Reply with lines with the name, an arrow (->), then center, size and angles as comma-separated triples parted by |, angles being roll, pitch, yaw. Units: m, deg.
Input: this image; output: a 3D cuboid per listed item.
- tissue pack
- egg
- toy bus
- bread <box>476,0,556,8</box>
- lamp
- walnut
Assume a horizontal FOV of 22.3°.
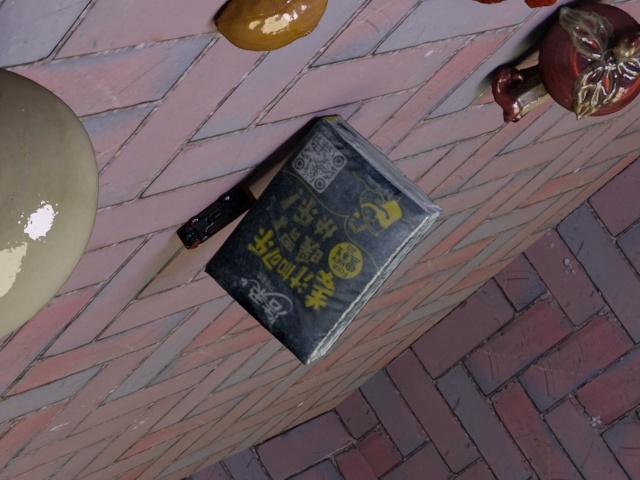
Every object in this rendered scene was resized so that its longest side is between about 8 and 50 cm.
tissue pack -> 0.000, 0.000, 2.005 | 0.257, 0.185, 0.081 | -51, 167, 20
egg -> -0.296, -0.019, 1.240 | 0.269, 0.219, 0.219 | -34, 168, 15
toy bus -> -0.129, -0.029, 2.048 | 0.110, 0.031, 0.043 | -35, 170, 15
bread -> 0.202, -0.293, 1.657 | 0.139, 0.095, 0.269 | 10, 160, 1
lamp -> 0.352, -0.229, 2.207 | 0.215, 0.151, 0.223 | -27, 169, -9
walnut -> -0.037, -0.212, 1.532 | 0.121, 0.052, 0.091 | -30, 164, -22
